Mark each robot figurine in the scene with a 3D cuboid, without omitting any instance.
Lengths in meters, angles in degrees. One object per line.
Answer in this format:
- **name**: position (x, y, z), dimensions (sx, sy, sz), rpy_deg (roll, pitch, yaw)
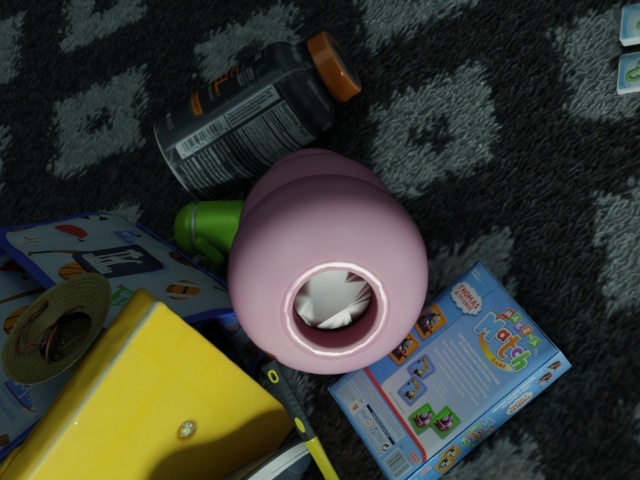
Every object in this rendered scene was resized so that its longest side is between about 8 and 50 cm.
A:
- **robot figurine**: position (-0.124, -0.015, 1.665), dimensions (0.115, 0.067, 0.101), rpy_deg (-2, 32, 7)

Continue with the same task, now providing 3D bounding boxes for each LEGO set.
- **LEGO set**: position (0.432, -0.258, 1.472), dimensions (0.244, 0.060, 0.182), rpy_deg (-6, 60, 32)

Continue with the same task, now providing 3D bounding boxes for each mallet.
- **mallet**: position (-0.014, 0.209, 1.381), dimensions (0.062, 0.190, 0.039), rpy_deg (-35, 1, 20)

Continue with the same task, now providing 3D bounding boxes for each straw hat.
- **straw hat**: position (-0.246, 0.103, 1.382), dimensions (0.144, 0.061, 0.144), rpy_deg (-25, 38, 22)

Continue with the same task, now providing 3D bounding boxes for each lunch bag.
- **lunch bag**: position (-0.291, 0.143, 1.575), dimensions (0.385, 0.239, 0.328), rpy_deg (-39, 42, -17)

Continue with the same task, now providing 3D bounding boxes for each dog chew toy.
- **dog chew toy**: position (0.000, 0.000, 1.478), dimensions (0.206, 0.206, 0.332), rpy_deg (-34, 23, 10)

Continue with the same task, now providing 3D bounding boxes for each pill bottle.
- **pill bottle**: position (-0.072, -0.159, 1.703), dimensions (0.245, 0.130, 0.130), rpy_deg (-31, 46, 12)

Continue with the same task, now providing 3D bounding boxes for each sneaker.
- **sneaker**: position (-0.051, 0.309, 1.384), dimensions (0.086, 0.163, 0.226), rpy_deg (-32, 1, 40)

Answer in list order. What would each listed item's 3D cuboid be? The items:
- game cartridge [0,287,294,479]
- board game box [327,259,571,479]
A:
- **game cartridge**: position (-0.193, 0.243, 1.383), dimensions (0.052, 0.285, 0.324), rpy_deg (30, 78, 41)
- **board game box**: position (0.127, 0.139, 1.407), dimensions (0.211, 0.039, 0.160), rpy_deg (-41, 44, 5)
